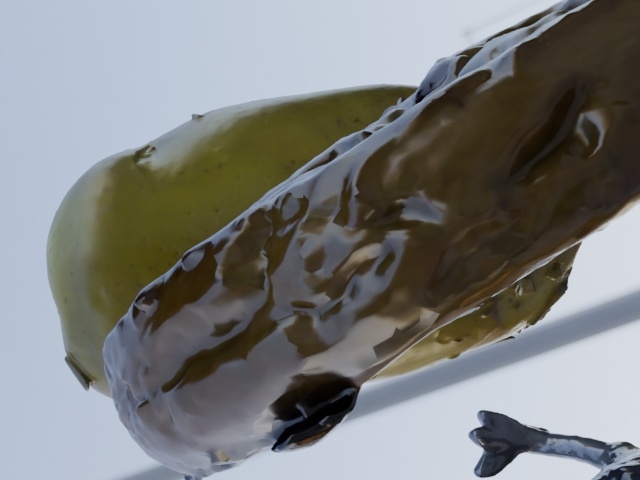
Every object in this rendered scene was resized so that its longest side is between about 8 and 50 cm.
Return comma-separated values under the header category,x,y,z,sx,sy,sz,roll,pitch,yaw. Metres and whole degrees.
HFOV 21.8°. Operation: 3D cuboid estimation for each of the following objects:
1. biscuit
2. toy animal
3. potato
category,x,y,z,sx,sy,sz,roll,pitch,yaw
biscuit,0.049,-0.019,0.551,0.075,0.296,0.296,58,-153,1
toy animal,0.163,0.135,0.810,0.367,0.206,0.081,3,-85,-63
potato,0.000,0.000,0.927,0.140,0.300,0.173,106,152,-79
